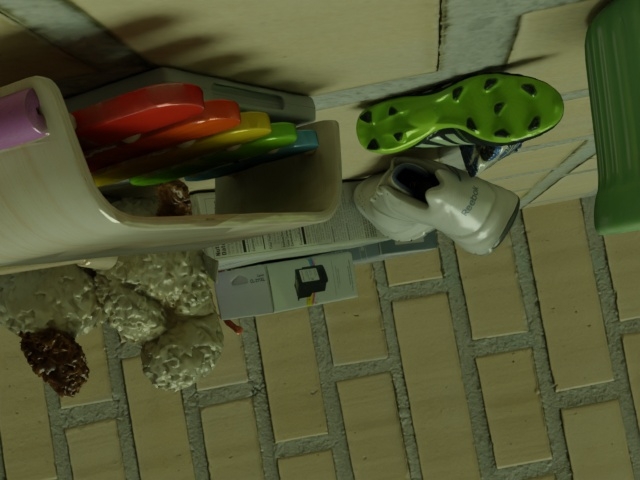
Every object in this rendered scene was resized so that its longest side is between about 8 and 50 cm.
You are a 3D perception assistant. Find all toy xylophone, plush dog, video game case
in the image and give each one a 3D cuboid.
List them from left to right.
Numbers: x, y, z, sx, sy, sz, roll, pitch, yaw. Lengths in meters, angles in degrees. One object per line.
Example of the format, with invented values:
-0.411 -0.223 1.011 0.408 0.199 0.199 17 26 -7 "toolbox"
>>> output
-0.247 0.038 1.048 0.225 0.262 0.210 -19 147 -20 "plush dog"
-0.127 -0.032 0.631 0.236 0.081 0.323 -12 176 21 "toy xylophone"
-0.139 -0.079 0.711 0.212 0.023 0.193 -12 176 28 "video game case"

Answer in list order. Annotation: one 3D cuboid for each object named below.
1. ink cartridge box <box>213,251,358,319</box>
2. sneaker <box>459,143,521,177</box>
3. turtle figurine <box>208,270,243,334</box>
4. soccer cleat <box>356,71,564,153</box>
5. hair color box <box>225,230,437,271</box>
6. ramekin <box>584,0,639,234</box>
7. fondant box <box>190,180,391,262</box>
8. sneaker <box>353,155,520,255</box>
-0.052 0.068 1.430 0.175 0.072 0.127 -8 177 -44 "ink cartridge box"
0.194 -0.105 1.073 0.058 0.052 0.135 -17 180 -9 "sneaker"
-0.230 0.042 1.477 0.217 0.269 0.087 5 125 -33 "turtle figurine"
0.117 -0.106 0.806 0.179 0.060 0.072 -5 -171 27 "soccer cleat"
0.000 0.000 1.737 0.374 0.113 0.185 -13 175 37 "hair color box"
0.320 -0.102 0.625 0.303 0.148 0.303 -10 177 -1 "ramekin"
-0.099 -0.012 1.371 0.330 0.096 0.238 -6 175 -41 "fondant box"
0.122 -0.065 1.221 0.129 0.111 0.297 31 169 -27 "sneaker"
